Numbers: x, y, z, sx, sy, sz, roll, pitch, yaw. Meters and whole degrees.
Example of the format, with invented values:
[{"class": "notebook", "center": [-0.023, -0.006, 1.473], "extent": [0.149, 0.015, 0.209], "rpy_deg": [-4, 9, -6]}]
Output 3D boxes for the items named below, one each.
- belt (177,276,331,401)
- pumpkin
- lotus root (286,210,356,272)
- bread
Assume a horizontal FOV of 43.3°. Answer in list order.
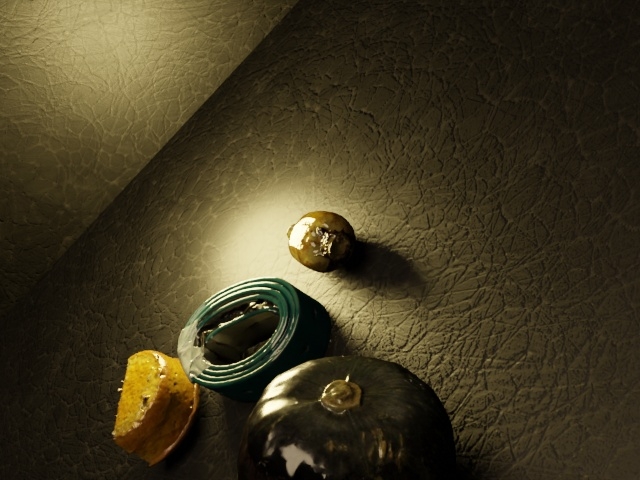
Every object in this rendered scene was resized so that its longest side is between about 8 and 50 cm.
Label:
[{"class": "belt", "center": [-0.186, 0.268, 2.168], "extent": [0.437, 0.173, 0.300], "rpy_deg": [-23, 49, 34]}, {"class": "pumpkin", "center": [0.050, 0.435, 1.626], "extent": [0.455, 0.343, 0.454], "rpy_deg": [-6, 28, 3]}, {"class": "lotus root", "center": [0.000, 0.000, 2.211], "extent": [0.169, 0.141, 0.314], "rpy_deg": [-55, 28, -7]}, {"class": "bread", "center": [-0.448, 0.445, 2.284], "extent": [0.179, 0.194, 0.340], "rpy_deg": [-30, 39, 29]}]
